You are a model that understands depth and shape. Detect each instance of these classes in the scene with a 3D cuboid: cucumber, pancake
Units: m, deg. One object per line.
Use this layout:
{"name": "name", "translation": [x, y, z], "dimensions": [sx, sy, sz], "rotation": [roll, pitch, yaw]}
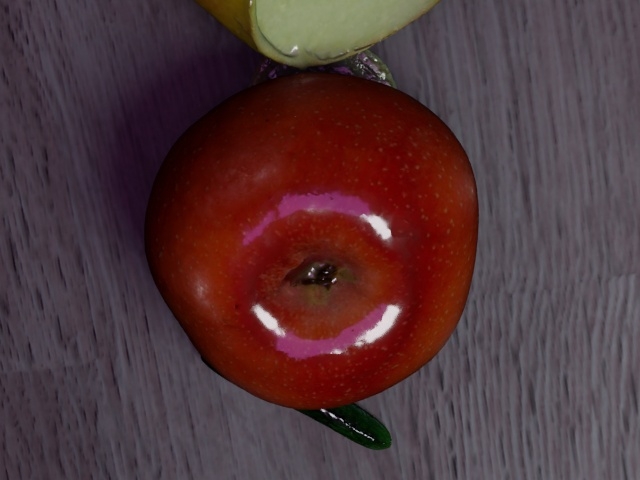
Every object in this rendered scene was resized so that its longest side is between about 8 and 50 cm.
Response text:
{"name": "cucumber", "translation": [-0.020, 0.130, 1.092], "dimensions": [0.184, 0.033, 0.036], "rotation": [27, 71, -1]}
{"name": "pancake", "translation": [0.001, -0.117, 1.071], "dimensions": [0.129, 0.022, 0.116], "rotation": [12, 97, 1]}

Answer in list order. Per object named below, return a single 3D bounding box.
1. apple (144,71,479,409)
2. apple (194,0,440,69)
{"name": "apple", "translation": [0.000, 0.000, 0.978], "dimensions": [0.260, 0.216, 0.260], "rotation": [0, 107, 1]}
{"name": "apple", "translation": [0.030, -0.293, 0.978], "dimensions": [0.346, 0.179, 0.254], "rotation": [-41, 103, -3]}
